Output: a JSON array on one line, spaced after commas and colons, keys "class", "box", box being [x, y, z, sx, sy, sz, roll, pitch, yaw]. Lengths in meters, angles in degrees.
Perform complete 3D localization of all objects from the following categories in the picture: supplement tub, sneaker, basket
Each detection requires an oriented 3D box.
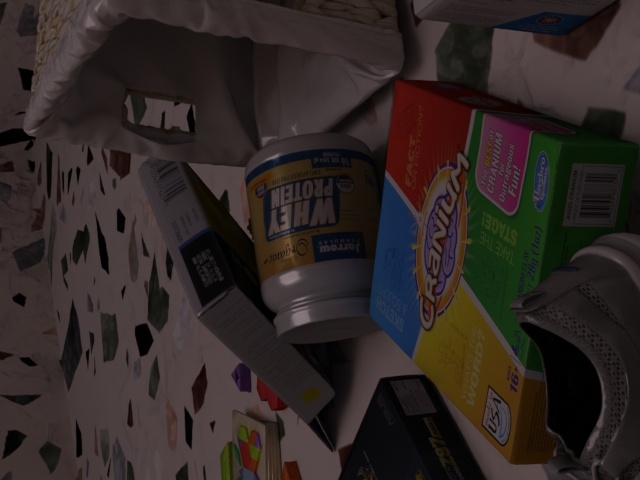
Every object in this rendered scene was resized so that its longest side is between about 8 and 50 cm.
[{"class": "supplement tub", "box": [0.000, 0.000, 1.098, 0.144, 0.144, 0.200, 140, 125, -60]}, {"class": "sneaker", "box": [0.197, 0.143, 0.665, 0.281, 0.115, 0.105, 69, 158, 2]}, {"class": "basket", "box": [-0.127, -0.263, 1.119, 0.331, 0.328, 0.267, -29, 59, 58]}]

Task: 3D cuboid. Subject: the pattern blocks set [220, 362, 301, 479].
[{"class": "pattern blocks set", "box": [-0.092, 0.335, 1.457, 0.285, 0.026, 0.325, 147, 118, -62]}]

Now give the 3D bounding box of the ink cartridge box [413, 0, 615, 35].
[{"class": "ink cartridge box", "box": [0.169, -0.221, 0.724, 0.190, 0.139, 0.082, 150, 118, -62]}]

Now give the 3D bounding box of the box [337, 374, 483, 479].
[{"class": "box", "box": [0.097, 0.277, 0.999, 0.233, 0.059, 0.183, -116, 33, -44]}]

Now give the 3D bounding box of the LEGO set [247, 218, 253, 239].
[{"class": "LEGO set", "box": [-0.039, 0.014, 1.245, 0.227, 0.093, 0.087, -128, 43, -53]}]

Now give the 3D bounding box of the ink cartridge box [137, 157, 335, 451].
[{"class": "ink cartridge box", "box": [-0.086, 0.069, 1.255, 0.072, 0.307, 0.304, -37, 41, 4]}]

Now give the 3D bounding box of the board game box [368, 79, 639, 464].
[{"class": "board game box", "box": [0.133, 0.006, 0.857, 0.316, 0.064, 0.242, -137, 50, -67]}]
